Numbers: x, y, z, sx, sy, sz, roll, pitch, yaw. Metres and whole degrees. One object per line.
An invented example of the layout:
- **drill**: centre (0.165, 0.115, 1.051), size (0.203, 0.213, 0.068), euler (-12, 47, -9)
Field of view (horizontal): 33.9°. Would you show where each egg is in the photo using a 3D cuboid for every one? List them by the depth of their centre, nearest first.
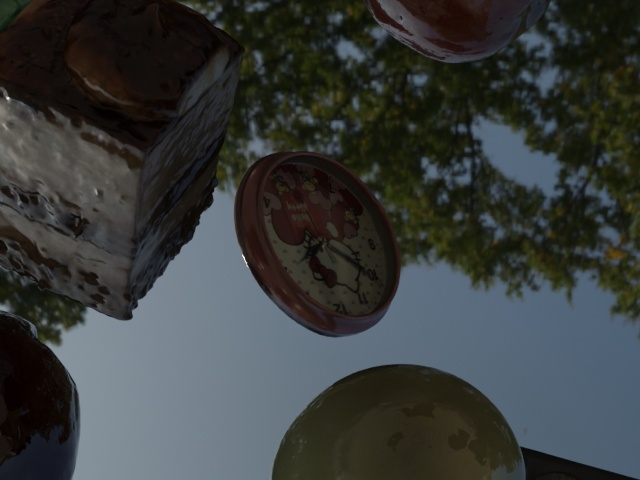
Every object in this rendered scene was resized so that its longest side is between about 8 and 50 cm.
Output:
- **egg**: centre (0.056, 0.185, 0.767), size (0.186, 0.241, 0.186), euler (5, -114, -11)

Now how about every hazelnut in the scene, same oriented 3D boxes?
- **hazelnut**: centre (-0.493, 0.272, 1.271), size (0.429, 0.402, 0.402), euler (-29, -126, 4)

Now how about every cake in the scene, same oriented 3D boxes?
- **cake**: centre (-0.195, -0.103, 0.916), size (0.199, 0.293, 0.196), euler (28, -131, 8)

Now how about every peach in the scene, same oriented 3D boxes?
- **peach**: centre (0.090, -0.203, 0.691), size (0.152, 0.152, 0.152), euler (-1, -128, 2)

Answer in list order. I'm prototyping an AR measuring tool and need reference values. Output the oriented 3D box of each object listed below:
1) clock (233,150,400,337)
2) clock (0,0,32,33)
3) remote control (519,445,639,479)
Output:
- **clock**: centre (-0.001, 0.000, 1.266), size (0.244, 0.056, 0.244), euler (25, -131, -33)
- **clock**: centre (-0.328, -0.226, 1.296), size (0.188, 0.060, 0.148), euler (40, -125, -11)
- **remote control**: centre (0.180, 0.271, 1.161), size (0.378, 0.044, 0.107), euler (13, -85, 17)
